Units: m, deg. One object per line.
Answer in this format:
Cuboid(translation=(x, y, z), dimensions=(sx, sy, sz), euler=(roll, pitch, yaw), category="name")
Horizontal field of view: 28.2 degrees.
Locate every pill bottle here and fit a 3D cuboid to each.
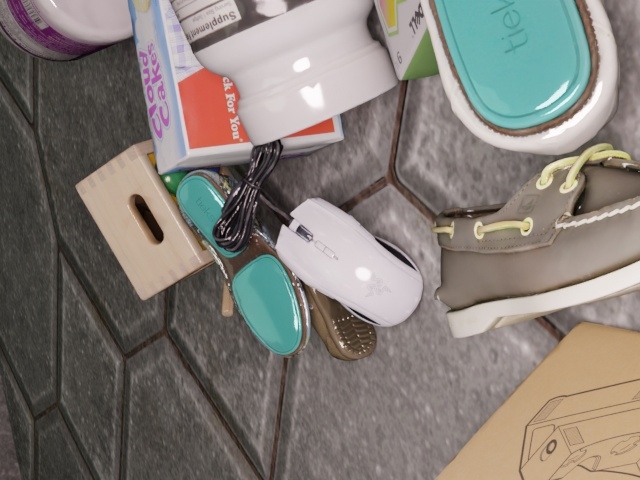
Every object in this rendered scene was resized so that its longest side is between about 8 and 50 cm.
Cuboid(translation=(-0.050, -0.227, 1.012), dimensions=(0.162, 0.162, 0.278), euler=(-6, 110, 64), category="pill bottle")
Cuboid(translation=(-0.306, -0.306, 1.548), dimensions=(0.301, 0.169, 0.169), euler=(3, 101, 64), category="pill bottle")

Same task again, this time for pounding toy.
Cuboid(translation=(-0.107, -0.018, 1.255), dimensions=(0.094, 0.206, 0.181), euler=(-30, 90, 29), category="pounding toy")

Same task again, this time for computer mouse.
Cuboid(translation=(0.000, 0.000, 1.065), dimensions=(0.193, 0.042, 0.106), euler=(34, 94, 17), category="computer mouse")

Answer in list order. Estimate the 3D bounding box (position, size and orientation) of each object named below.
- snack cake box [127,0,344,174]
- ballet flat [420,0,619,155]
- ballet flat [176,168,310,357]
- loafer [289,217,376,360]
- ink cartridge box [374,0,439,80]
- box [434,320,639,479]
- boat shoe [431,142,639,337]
Cuboid(translation=(-0.086, -0.202, 1.152), dimensions=(0.089, 0.152, 0.264), euler=(-18, 81, 64), category="snack cake box")
Cuboid(translation=(0.099, -0.237, 0.798), dimensions=(0.139, 0.139, 0.400), euler=(-35, 66, 62), category="ballet flat")
Cuboid(translation=(-0.059, 0.016, 1.143), dimensions=(0.188, 0.070, 0.070), euler=(61, 152, 3), category="ballet flat")
Cuboid(translation=(0.002, 0.046, 1.163), dimensions=(0.050, 0.056, 0.148), euler=(-46, 57, 51), category="loafer")
Cuboid(translation=(0.079, -0.181, 0.898), dimensions=(0.109, 0.062, 0.209), euler=(118, 138, -73), category="ink cartridge box")
Cuboid(translation=(0.168, 0.119, 0.746), dimensions=(0.021, 0.164, 0.201), euler=(54, 161, -19), category="box")
Cuboid(translation=(0.153, -0.006, 0.780), dimensions=(0.305, 0.109, 0.091), euler=(-29, 77, 67), category="boat shoe")
